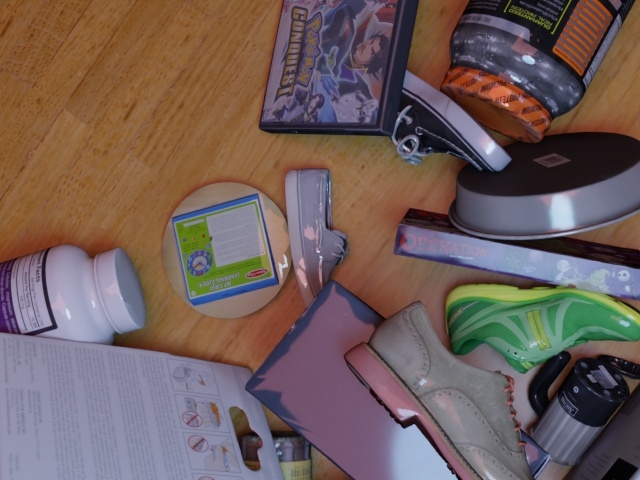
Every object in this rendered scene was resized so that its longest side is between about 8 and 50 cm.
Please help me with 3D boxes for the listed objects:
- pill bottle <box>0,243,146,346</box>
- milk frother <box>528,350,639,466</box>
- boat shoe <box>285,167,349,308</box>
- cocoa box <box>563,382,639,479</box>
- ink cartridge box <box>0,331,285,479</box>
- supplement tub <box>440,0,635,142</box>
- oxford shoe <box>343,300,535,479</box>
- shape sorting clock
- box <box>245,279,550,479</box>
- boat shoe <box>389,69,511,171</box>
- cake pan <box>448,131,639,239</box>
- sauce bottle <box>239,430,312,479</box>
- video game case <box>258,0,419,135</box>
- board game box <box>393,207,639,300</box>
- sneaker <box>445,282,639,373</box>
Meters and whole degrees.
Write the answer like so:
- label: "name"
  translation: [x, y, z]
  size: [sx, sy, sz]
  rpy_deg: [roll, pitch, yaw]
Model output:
- label: "pill bottle"
  translation: [-0.429, 0.114, 1.521]
  size: [0.323, 0.181, 0.181]
  rpy_deg: [-16, 83, 4]
- label: "milk frother"
  translation: [0.383, 0.231, 1.468]
  size: [0.143, 0.129, 0.135]
  rpy_deg: [13, 124, -20]
- label: "boat shoe"
  translation: [0.000, 0.000, 1.535]
  size: [0.081, 0.079, 0.227]
  rpy_deg: [-10, 80, 10]
- label: "cocoa box"
  translation: [0.478, 0.328, 1.316]
  size: [0.228, 0.347, 0.231]
  rpy_deg: [39, 89, 8]
- label: "ink cartridge box"
  translation: [-0.248, 0.275, 1.375]
  size: [0.385, 0.308, 0.091]
  rpy_deg: [12, 123, -27]
- label: "supplement tub"
  translation: [0.318, -0.322, 1.463]
  size: [0.207, 0.207, 0.338]
  rpy_deg: [29, 87, 8]
- label: "oxford shoe"
  translation: [0.187, 0.214, 1.162]
  size: [0.130, 0.123, 0.348]
  rpy_deg: [-44, 83, -6]
- label: "shape sorting clock"
  translation: [-0.141, 0.015, 1.567]
  size: [0.206, 0.040, 0.206]
  rpy_deg: [-1, 84, 14]
- label: "box"
  translation: [0.105, 0.232, 1.384]
  size: [0.343, 0.312, 0.179]
  rpy_deg: [38, 90, 8]
- label: "boat shoe"
  translation: [0.141, -0.163, 1.472]
  size: [0.105, 0.113, 0.306]
  rpy_deg: [-50, 53, 5]
- label: "cake pan"
  translation: [0.314, -0.082, 1.404]
  size: [0.293, 0.293, 0.054]
  rpy_deg: [-12, 110, 5]
- label: "sauce bottle"
  translation: [-0.068, 0.449, 1.484]
  size: [0.111, 0.111, 0.344]
  rpy_deg: [0, 83, 6]
- label: "video game case"
  translation: [0.028, -0.290, 1.513]
  size: [0.248, 0.035, 0.275]
  rpy_deg: [7, 84, 43]
- label: "board game box"
  translation: [0.281, 0.016, 1.437]
  size: [0.346, 0.208, 0.056]
  rpy_deg: [11, 95, 7]
- label: "sneaker"
  translation: [0.312, 0.126, 1.442]
  size: [0.295, 0.109, 0.123]
  rpy_deg: [-1, 76, 35]
